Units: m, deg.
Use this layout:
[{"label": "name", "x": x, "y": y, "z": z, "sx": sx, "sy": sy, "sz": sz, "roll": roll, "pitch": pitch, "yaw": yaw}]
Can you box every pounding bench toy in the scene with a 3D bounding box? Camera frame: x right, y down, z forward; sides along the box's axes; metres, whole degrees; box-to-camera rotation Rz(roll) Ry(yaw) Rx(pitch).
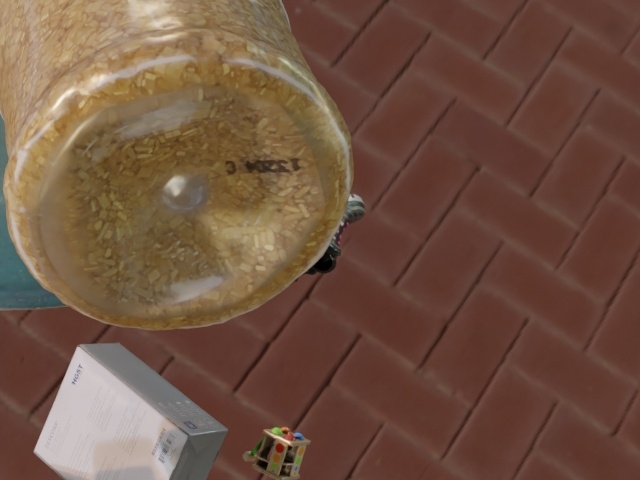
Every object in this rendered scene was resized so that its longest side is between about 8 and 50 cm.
[{"label": "pounding bench toy", "x": -0.067, "y": 0.294, "z": 1.793, "sx": 0.083, "sy": 0.052, "sz": 0.065, "roll": 19, "pitch": 95, "yaw": 30}]

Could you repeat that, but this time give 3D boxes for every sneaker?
[{"label": "sneaker", "x": 0.000, "y": 0.000, "z": 1.434, "sx": 0.170, "sy": 0.063, "sz": 0.074, "roll": -25, "pitch": 82, "yaw": -49}]

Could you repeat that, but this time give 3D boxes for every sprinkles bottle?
[{"label": "sprinkles bottle", "x": -0.088, "y": -0.118, "z": 0.551, "sx": 0.121, "sy": 0.121, "sz": 0.355, "roll": -3, "pitch": 39, "yaw": -17}]

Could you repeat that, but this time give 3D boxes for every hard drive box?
[{"label": "hard drive box", "x": -0.263, "y": 0.275, "z": 1.736, "sx": 0.232, "sy": 0.181, "sz": 0.089, "roll": 34, "pitch": 17, "yaw": 30}]

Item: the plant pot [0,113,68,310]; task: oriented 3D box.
[{"label": "plant pot", "x": -0.265, "y": -0.153, "z": 1.092, "sx": 0.341, "sy": 0.334, "sz": 0.341, "roll": 4, "pitch": 17, "yaw": -1}]
